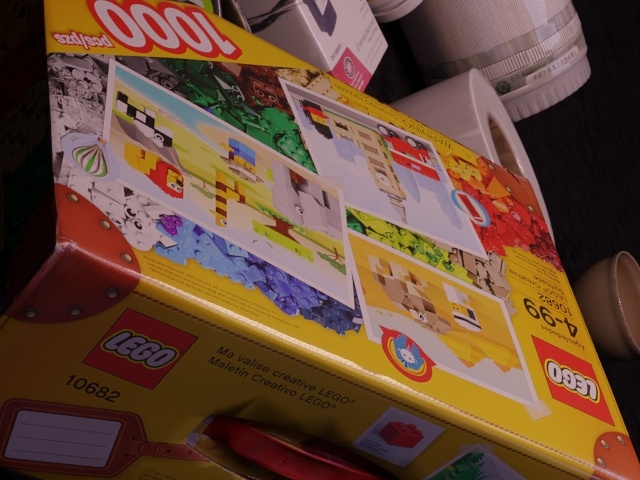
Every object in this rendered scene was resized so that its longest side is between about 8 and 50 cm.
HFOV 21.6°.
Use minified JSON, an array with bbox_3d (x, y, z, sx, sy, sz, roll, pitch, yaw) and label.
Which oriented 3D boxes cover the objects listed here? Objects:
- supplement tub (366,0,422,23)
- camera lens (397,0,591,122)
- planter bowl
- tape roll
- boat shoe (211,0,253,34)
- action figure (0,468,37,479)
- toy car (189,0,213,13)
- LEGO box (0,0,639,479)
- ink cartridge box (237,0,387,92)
[{"bbox_3d":[0.038,-0.360,1.969,0.200,0.144,0.144,42,40,-46],"label":"supplement tub"},{"bbox_3d":[0.212,-0.306,2.190,0.274,0.219,0.219,65,27,-15],"label":"camera lens"},{"bbox_3d":[0.417,0.108,2.469,0.162,0.109,0.162,39,42,-47],"label":"planter bowl"},{"bbox_3d":[0.147,-0.056,1.932,0.246,0.169,0.246,57,20,-35],"label":"tape roll"},{"bbox_3d":[-0.078,-0.153,1.657,0.285,0.092,0.103,62,23,-9],"label":"boat shoe"},{"bbox_3d":[-0.215,0.228,1.145,0.164,0.141,0.276,63,27,5],"label":"action figure"},{"bbox_3d":[-0.202,-0.147,1.395,0.188,0.155,0.148,8,67,-48],"label":"toy car"},{"bbox_3d":[-0.039,0.034,1.257,0.500,0.193,0.372,25,32,-30],"label":"LEGO box"},{"bbox_3d":[-0.035,-0.262,1.820,0.237,0.100,0.172,62,28,-22],"label":"ink cartridge box"}]
